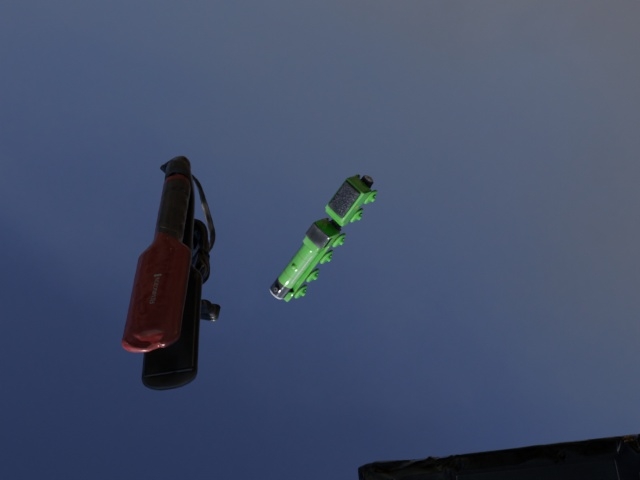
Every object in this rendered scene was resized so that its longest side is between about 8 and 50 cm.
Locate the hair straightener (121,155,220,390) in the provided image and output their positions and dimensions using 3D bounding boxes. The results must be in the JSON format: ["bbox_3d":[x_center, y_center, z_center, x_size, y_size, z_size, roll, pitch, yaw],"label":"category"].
[{"bbox_3d":[-0.107,0.022,0.855,0.047,0.089,0.230,-13,-140,5],"label":"hair straightener"}]

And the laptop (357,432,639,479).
[{"bbox_3d":[0.181,0.198,0.565,0.136,0.264,0.234,-6,-97,-58],"label":"laptop"}]

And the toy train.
[{"bbox_3d":[0.000,0.000,0.589,0.017,0.083,0.024,43,-154,13],"label":"toy train"}]
